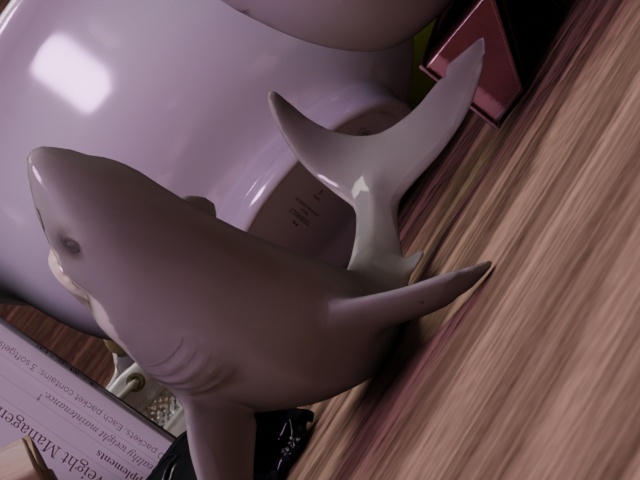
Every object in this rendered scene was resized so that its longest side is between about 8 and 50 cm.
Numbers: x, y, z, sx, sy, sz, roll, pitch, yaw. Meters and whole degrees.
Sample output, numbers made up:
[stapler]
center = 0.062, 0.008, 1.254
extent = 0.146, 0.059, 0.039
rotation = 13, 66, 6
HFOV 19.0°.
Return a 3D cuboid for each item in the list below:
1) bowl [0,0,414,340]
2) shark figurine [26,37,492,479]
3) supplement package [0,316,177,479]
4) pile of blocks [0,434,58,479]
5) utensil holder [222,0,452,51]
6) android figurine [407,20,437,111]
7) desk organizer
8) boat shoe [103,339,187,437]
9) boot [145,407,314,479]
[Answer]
[bowl]
center = -0.045, -0.049, 0.996
extent = 0.298, 0.134, 0.298
rotation = -40, -24, -23
[shark figurine]
center = 0.017, 0.011, 0.724
extent = 0.116, 0.166, 0.278
rotation = -23, 1, 27
[supplement package]
center = -0.186, 0.144, 0.961
extent = 0.203, 0.194, 0.149
rotation = -56, 4, -6
[pile of blocks]
center = -0.244, 0.191, 0.806
extent = 0.362, 0.149, 0.112
rotation = -44, 39, 9
[utensil holder]
center = 0.062, -0.327, 0.825
extent = 0.385, 0.327, 0.327
rotation = -41, 11, 30
[android figurine]
center = 0.075, -0.132, 1.194
extent = 0.273, 0.056, 0.248
rotation = -52, 6, 12
[desk organizer]
center = 0.086, -0.104, 0.937
extent = 0.050, 0.047, 0.130
rotation = -50, 6, 19
[boat shoe]
center = -0.092, 0.062, 1.193
extent = 0.277, 0.096, 0.098
rotation = -58, 6, -35
[boot]
center = -0.054, 0.116, 0.820
extent = 0.121, 0.045, 0.099
rotation = -58, 11, -26
